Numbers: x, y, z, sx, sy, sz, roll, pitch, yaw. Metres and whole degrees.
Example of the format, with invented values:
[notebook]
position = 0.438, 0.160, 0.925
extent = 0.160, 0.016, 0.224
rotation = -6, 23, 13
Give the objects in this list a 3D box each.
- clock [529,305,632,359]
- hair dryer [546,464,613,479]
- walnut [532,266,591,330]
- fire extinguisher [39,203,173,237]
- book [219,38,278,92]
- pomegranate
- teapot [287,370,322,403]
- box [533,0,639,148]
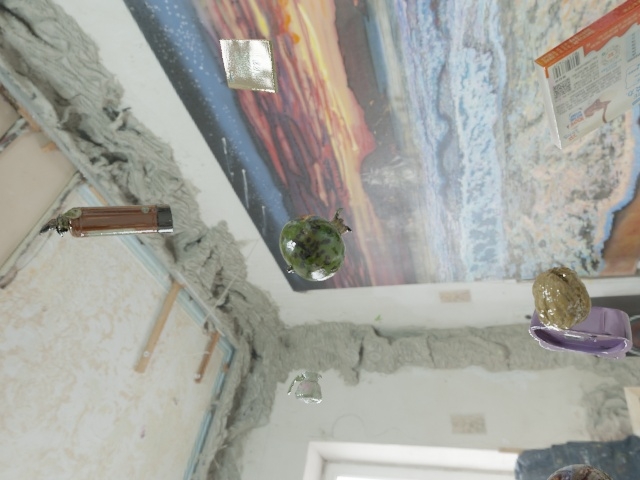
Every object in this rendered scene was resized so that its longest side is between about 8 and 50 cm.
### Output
[clock]
position = 0.459, 0.159, 0.763
extent = 0.110, 0.152, 0.050
rotation = 48, -126, -42
[hair dryer]
position = 0.505, 0.596, 0.743
extent = 0.312, 0.123, 0.341
rotation = -11, -122, -41
[walnut]
position = 0.359, 0.089, 0.645
extent = 0.078, 0.082, 0.096
rotation = -24, -75, -33
[fire extinguisher]
position = -0.316, -0.027, 0.648
extent = 0.062, 0.177, 0.050
rotation = 51, 137, 46
[book]
position = -0.176, -0.427, 1.053
extent = 0.012, 0.172, 0.118
rotation = -37, -46, -40
[pomegranate]
position = 0.000, 0.000, 0.750
extent = 0.161, 0.122, 0.122
rotation = -42, -46, -24
[teapot]
position = -0.035, 0.344, 1.016
extent = 0.064, 0.083, 0.064
rotation = 81, -166, -56
[box]
position = 0.628, -0.368, 0.950
extent = 0.265, 0.273, 0.048
rotation = 45, -161, -44
